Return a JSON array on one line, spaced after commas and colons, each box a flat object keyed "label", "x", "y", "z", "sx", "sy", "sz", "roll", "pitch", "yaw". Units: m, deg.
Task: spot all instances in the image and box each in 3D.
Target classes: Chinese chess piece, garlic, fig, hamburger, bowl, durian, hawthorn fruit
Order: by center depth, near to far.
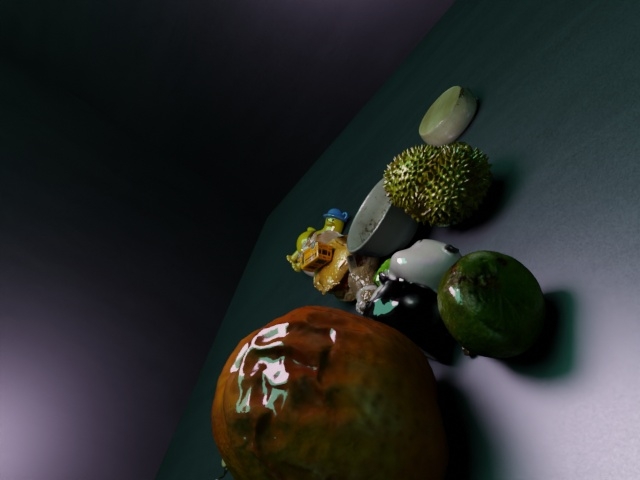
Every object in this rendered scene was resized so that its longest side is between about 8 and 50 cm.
[{"label": "fig", "x": 0.303, "y": 0.143, "z": 0.890, "sx": 0.235, "sy": 0.202, "sz": 0.203, "roll": 107, "pitch": -176, "yaw": -56}, {"label": "hawthorn fruit", "x": 0.008, "y": 0.350, "z": 0.908, "sx": 0.472, "sy": 0.471, "sz": 0.472, "roll": -51, "pitch": 17, "yaw": 22}, {"label": "durian", "x": 0.317, "y": -0.146, "z": 1.244, "sx": 0.291, "sy": 0.290, "sz": 0.225, "roll": 175, "pitch": 86, "yaw": -70}, {"label": "bowl", "x": 0.218, "y": -0.057, "z": 1.469, "sx": 0.289, "sy": 0.146, "sz": 0.289, "roll": -56, "pitch": 12, "yaw": 19}, {"label": "hamburger", "x": 0.092, "y": 0.098, "z": 1.620, "sx": 0.244, "sy": 0.162, "sz": 0.245, "roll": -49, "pitch": 26, "yaw": 33}, {"label": "Chinese chess piece", "x": 0.460, "y": -0.444, "z": 1.662, "sx": 0.238, "sy": 0.092, "sz": 0.238, "roll": -51, "pitch": 16, "yaw": 21}, {"label": "garlic", "x": 0.017, "y": 0.077, "z": 1.939, "sx": 0.229, "sy": 0.177, "sz": 0.143, "roll": -47, "pitch": -24, "yaw": -33}]

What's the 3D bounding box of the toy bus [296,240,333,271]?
[{"label": "toy bus", "x": -0.023, "y": 0.062, "z": 1.612, "sx": 0.162, "sy": 0.069, "sz": 0.074, "roll": -37, "pitch": 44, "yaw": 53}]

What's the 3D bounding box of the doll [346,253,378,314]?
[{"label": "doll", "x": 0.138, "y": 0.140, "z": 1.436, "sx": 0.105, "sy": 0.114, "sz": 0.221, "roll": 82, "pitch": 166, "yaw": -44}]

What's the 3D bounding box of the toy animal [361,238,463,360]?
[{"label": "toy animal", "x": 0.222, "y": 0.120, "z": 1.089, "sx": 0.212, "sy": 0.212, "sz": 0.267, "roll": -21, "pitch": 41, "yaw": 64}]

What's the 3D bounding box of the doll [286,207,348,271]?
[{"label": "doll", "x": 0.000, "y": 0.000, "z": 2.156, "sx": 0.363, "sy": 0.145, "sz": 0.200, "roll": -44, "pitch": 59, "yaw": 14}]

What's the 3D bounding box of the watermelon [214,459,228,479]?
[{"label": "watermelon", "x": -0.242, "y": 0.683, "z": 1.553, "sx": 0.204, "sy": 0.127, "sz": 0.232, "roll": -47, "pitch": 18, "yaw": 33}]
